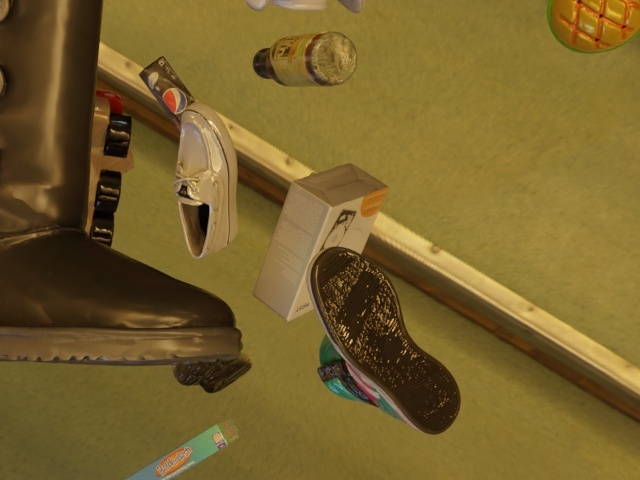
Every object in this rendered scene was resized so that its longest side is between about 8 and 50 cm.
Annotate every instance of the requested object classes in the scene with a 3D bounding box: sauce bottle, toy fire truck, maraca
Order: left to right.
[{"bbox_3d":[-0.325,-0.119,1.196,0.158,0.246,0.217,7,114,-20],"label":"toy fire truck"},{"bbox_3d":[-0.049,-0.379,1.801,0.111,0.344,0.112,-5,100,-28],"label":"sauce bottle"},{"bbox_3d":[0.402,-0.329,1.159,0.185,0.099,0.127,-24,114,28],"label":"maraca"}]

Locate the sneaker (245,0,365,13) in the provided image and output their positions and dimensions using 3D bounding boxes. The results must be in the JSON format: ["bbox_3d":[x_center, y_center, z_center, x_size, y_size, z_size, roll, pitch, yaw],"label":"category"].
[{"bbox_3d":[0.027,-0.299,0.714,0.137,0.365,0.210,-9,109,-33],"label":"sneaker"}]

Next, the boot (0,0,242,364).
[{"bbox_3d":[-0.248,-0.100,0.865,0.366,0.146,0.446,-1,80,16],"label":"boot"}]

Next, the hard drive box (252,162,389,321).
[{"bbox_3d":[0.000,0.000,1.453,0.089,0.181,0.232,35,122,23],"label":"hard drive box"}]

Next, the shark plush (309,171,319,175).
[{"bbox_3d":[0.016,-0.050,1.609,0.073,0.067,0.161,-8,84,44],"label":"shark plush"}]

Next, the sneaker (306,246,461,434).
[{"bbox_3d":[0.047,0.121,1.108,0.124,0.178,0.296,-45,114,-22],"label":"sneaker"}]

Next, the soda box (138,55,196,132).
[{"bbox_3d":[-0.296,-0.288,1.730,0.053,0.060,0.169,-40,104,-17],"label":"soda box"}]

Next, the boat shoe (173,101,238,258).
[{"bbox_3d":[-0.196,-0.089,1.372,0.096,0.268,0.088,24,43,26],"label":"boat shoe"}]

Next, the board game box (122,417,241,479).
[{"bbox_3d":[-0.263,0.417,1.626,0.210,0.160,0.047,-30,81,-1],"label":"board game box"}]

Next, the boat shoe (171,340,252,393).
[{"bbox_3d":[-0.202,0.172,1.430,0.122,0.324,0.120,-30,72,-10],"label":"boat shoe"}]
